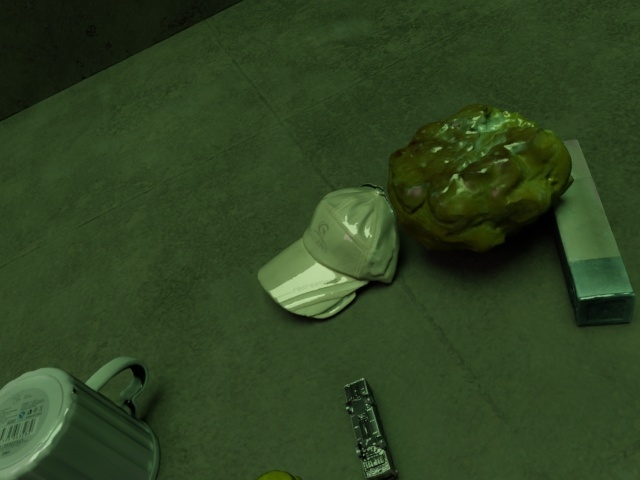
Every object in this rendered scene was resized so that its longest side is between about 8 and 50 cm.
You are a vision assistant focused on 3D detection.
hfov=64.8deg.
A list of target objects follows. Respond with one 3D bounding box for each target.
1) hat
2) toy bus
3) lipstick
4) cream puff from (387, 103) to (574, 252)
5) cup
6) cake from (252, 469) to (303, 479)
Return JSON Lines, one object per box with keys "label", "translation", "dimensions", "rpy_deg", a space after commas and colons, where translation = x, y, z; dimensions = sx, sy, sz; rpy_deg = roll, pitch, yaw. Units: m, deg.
{"label": "hat", "translation": [0.000, 0.000, 0.849], "dimensions": [0.226, 0.164, 0.219], "rpy_deg": [-15, 38, -22]}
{"label": "toy bus", "translation": [0.062, 0.242, 0.644], "dimensions": [0.037, 0.052, 0.131], "rpy_deg": [-24, 41, 7]}
{"label": "lipstick", "translation": [0.381, -0.026, 0.749], "dimensions": [0.068, 0.066, 0.317], "rpy_deg": [-9, 45, 19]}
{"label": "cream puff", "translation": [0.240, -0.083, 0.780], "dimensions": [0.282, 0.185, 0.282], "rpy_deg": [-24, 29, 14]}
{"label": "cup", "translation": [-0.342, 0.264, 0.696], "dimensions": [0.167, 0.202, 0.221], "rpy_deg": [-16, 45, 6]}
{"label": "cake", "translation": [-0.013, 0.360, 0.471], "dimensions": [0.156, 0.179, 0.260], "rpy_deg": [-29, 40, -6]}
